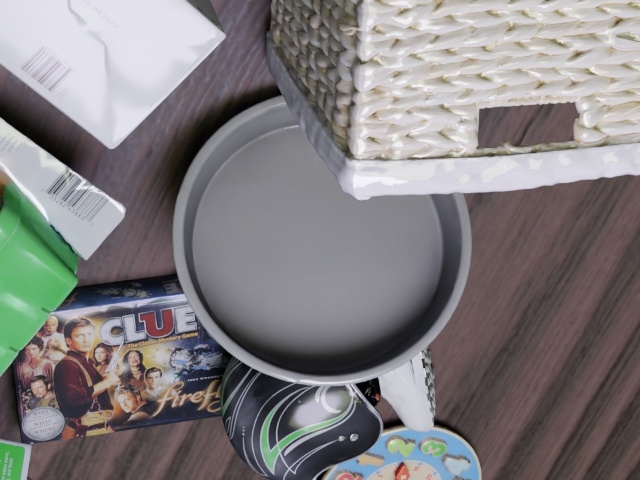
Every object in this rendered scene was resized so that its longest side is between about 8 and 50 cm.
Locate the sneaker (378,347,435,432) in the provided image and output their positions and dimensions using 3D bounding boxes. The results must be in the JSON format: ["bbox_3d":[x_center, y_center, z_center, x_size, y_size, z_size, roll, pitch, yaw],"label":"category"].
[{"bbox_3d":[0.064,0.114,1.896,0.095,0.090,0.235,-15,120,9],"label":"sneaker"}]

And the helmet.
[{"bbox_3d":[-0.024,0.167,1.807,0.162,0.169,0.169,-31,124,14],"label":"helmet"}]

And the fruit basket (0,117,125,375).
[{"bbox_3d":[-0.417,-0.013,1.654,0.353,0.165,0.327,37,104,-13],"label":"fruit basket"}]

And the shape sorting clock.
[{"bbox_3d":[0.090,0.297,2.028,0.206,0.040,0.206,-7,122,-12],"label":"shape sorting clock"}]

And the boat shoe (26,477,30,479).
[{"bbox_3d":[-0.380,0.266,1.859,0.206,0.065,0.075,32,107,-30],"label":"boat shoe"}]

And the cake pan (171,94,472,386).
[{"bbox_3d":[0.000,0.000,1.723,0.293,0.054,0.293,1,79,-7],"label":"cake pan"}]

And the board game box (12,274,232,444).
[{"bbox_3d":[-0.200,0.121,1.837,0.243,0.042,0.165,-8,122,-12],"label":"board game box"}]

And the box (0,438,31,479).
[{"bbox_3d":[-0.430,0.291,1.746,0.231,0.126,0.262,13,145,-12],"label":"box"}]

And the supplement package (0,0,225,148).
[{"bbox_3d":[-0.215,-0.226,1.528,0.149,0.203,0.194,-43,121,12],"label":"supplement package"}]

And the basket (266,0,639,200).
[{"bbox_3d":[0.139,-0.226,1.564,0.328,0.331,0.266,-5,116,-13],"label":"basket"}]
